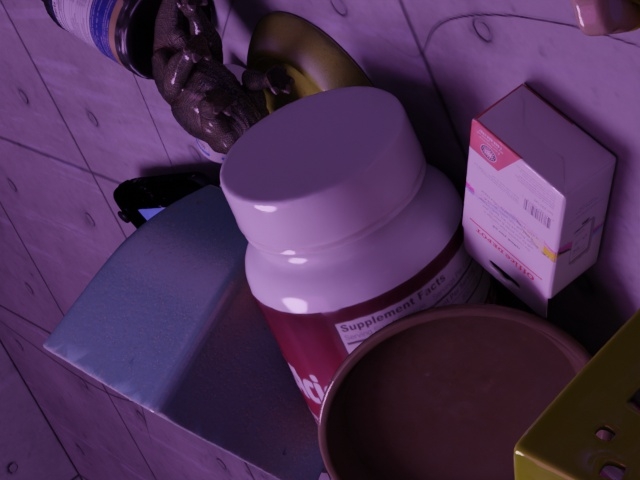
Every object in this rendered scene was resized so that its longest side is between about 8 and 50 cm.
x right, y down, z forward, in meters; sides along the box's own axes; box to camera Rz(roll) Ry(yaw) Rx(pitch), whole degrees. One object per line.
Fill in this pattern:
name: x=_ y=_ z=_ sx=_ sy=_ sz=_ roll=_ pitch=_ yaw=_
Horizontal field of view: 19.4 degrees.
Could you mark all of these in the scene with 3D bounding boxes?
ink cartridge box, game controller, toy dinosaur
ink cartridge box: x=0.191 y=-0.031 z=1.666 sx=0.115 sy=0.067 sz=0.198 roll=43 pitch=155 yaw=26
game controller: x=-0.164 y=-0.014 z=2.403 sx=0.166 sy=0.067 sz=0.319 roll=58 pitch=158 yaw=-14
toy dinosaur: x=-0.121 y=-0.160 z=1.925 sx=0.313 sy=0.121 sz=0.160 roll=47 pitch=149 yaw=6

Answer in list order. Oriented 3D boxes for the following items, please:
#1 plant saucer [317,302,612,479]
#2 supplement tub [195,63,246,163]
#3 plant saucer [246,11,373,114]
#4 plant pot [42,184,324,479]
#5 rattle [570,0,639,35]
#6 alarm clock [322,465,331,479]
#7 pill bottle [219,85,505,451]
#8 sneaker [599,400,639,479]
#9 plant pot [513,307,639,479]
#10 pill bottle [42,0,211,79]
plant saucer: x=0.136 y=0.167 z=1.760 sx=0.041 sy=0.278 sz=0.278 roll=-91 pitch=-19 yaw=-57
supplement tub: x=-0.105 y=-0.140 z=2.086 sx=0.071 sy=0.071 sz=0.107 roll=45 pitch=156 yaw=19
plant saucer: x=-0.004 y=-0.126 z=1.951 sx=0.241 sy=0.037 sz=0.241 roll=43 pitch=156 yaw=25
plant pot: x=-0.097 y=0.088 z=2.028 sx=0.248 sy=0.252 sz=0.247 roll=34 pitch=172 yaw=-38
rattle: x=0.225 y=-0.244 z=1.276 sx=0.142 sy=0.130 sz=0.200 roll=2 pitch=100 yaw=50
alarm clock: x=-0.024 y=0.238 z=2.518 sx=0.192 sy=0.064 sz=0.129 roll=50 pitch=159 yaw=14
pill bottle: x=0.060 y=0.060 z=1.846 sx=0.224 sy=0.224 sz=0.392 roll=23 pitch=145 yaw=51
sneaker: x=0.276 y=0.236 z=1.839 sx=0.252 sy=0.111 sz=0.103 roll=56 pitch=158 yaw=-8
plant pot: x=0.316 y=0.217 z=1.597 sx=0.207 sy=0.227 sz=0.228 roll=28 pitch=147 yaw=34
pill bottle: x=-0.231 y=-0.271 z=2.069 sx=0.219 sy=0.123 sz=0.123 roll=34 pitch=152 yaw=40
